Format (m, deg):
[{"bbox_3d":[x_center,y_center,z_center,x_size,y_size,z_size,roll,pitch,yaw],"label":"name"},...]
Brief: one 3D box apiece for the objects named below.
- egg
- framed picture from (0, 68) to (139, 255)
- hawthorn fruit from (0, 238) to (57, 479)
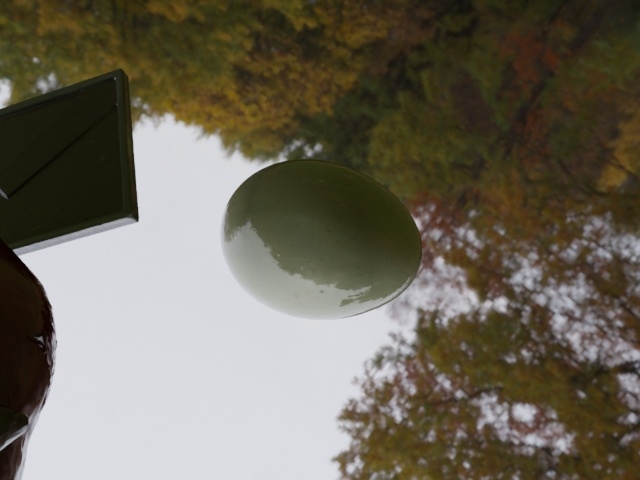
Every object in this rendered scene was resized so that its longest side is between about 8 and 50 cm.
[{"bbox_3d":[0.000,0.000,1.150,0.253,0.189,0.188,8,-172,30],"label":"egg"},{"bbox_3d":[-0.254,-0.057,0.844,0.015,0.203,0.150,52,-155,-61],"label":"framed picture"},{"bbox_3d":[-0.326,0.094,0.666,0.295,0.295,0.311,5,-140,-51],"label":"hawthorn fruit"}]
